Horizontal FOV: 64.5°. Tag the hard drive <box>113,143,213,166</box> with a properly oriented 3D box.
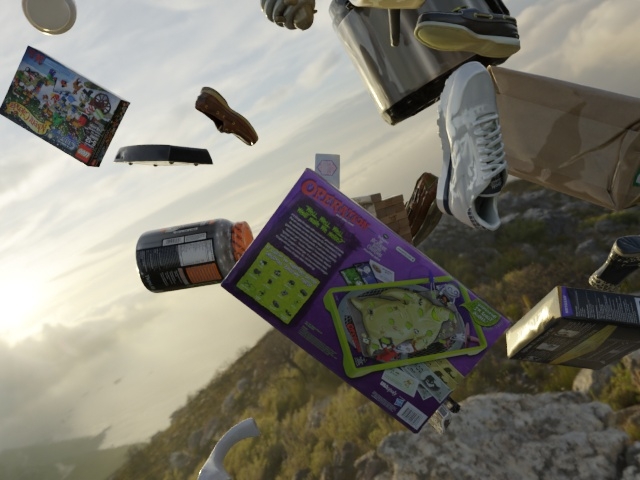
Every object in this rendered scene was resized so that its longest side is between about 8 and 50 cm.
[{"bbox_3d":[-0.442,-0.236,1.422,0.255,0.054,0.172,6,7,37],"label":"hard drive"}]

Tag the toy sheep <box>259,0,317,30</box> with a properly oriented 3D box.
[{"bbox_3d":[-0.058,-0.381,0.797,0.091,0.132,0.091,-37,-8,-6],"label":"toy sheep"}]

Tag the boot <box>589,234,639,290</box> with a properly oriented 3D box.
[{"bbox_3d":[0.939,0.066,1.519,0.236,0.085,0.178,-2,-44,-17],"label":"boot"}]

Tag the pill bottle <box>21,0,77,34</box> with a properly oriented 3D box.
[{"bbox_3d":[-0.682,-0.588,1.282,0.124,0.124,0.221,-32,35,-8],"label":"pill bottle"}]

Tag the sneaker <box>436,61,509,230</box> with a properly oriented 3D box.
[{"bbox_3d":[0.223,-0.128,0.711,0.090,0.235,0.095,-18,30,-16],"label":"sneaker"}]

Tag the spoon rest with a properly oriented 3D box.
[{"bbox_3d":[-0.211,0.513,1.111,0.084,0.137,0.276,-14,20,18],"label":"spoon rest"}]

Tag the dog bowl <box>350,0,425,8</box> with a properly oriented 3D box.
[{"bbox_3d":[0.079,-0.523,0.758,0.102,0.348,0.349,-11,6,-4],"label":"dog bowl"}]

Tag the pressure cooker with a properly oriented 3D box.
[{"bbox_3d":[0.224,-0.544,1.249,0.375,0.420,0.370,-33,5,-28],"label":"pressure cooker"}]

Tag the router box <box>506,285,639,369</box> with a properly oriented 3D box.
[{"bbox_3d":[0.625,0.221,1.224,0.243,0.081,0.309,7,-30,0],"label":"router box"}]

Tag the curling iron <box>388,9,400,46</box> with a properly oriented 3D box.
[{"bbox_3d":[0.154,-0.512,0.981,0.068,0.274,0.035,-3,41,-3],"label":"curling iron"}]

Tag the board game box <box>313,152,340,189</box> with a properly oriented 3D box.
[{"bbox_3d":[0.000,0.000,1.290,0.066,0.318,0.318,4,-27,-4],"label":"board game box"}]

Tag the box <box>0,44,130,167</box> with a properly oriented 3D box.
[{"bbox_3d":[-0.540,-0.280,1.069,0.159,0.233,0.044,-61,-4,8],"label":"box"}]

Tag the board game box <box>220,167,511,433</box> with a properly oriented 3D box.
[{"bbox_3d":[0.060,0.084,0.708,0.208,0.347,0.056,-52,1,12],"label":"board game box"}]

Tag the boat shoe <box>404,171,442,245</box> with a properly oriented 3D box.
[{"bbox_3d":[0.289,-0.081,1.474,0.111,0.104,0.307,-36,-20,-34],"label":"boat shoe"}]

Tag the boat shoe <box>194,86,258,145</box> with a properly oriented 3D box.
[{"bbox_3d":[-0.218,-0.273,1.168,0.064,0.178,0.060,8,64,47],"label":"boat shoe"}]

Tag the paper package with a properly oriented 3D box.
[{"bbox_3d":[0.470,-0.186,0.922,0.309,0.168,0.325,30,24,38],"label":"paper package"}]

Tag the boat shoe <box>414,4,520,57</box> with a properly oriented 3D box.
[{"bbox_3d":[0.280,-0.405,0.968,0.228,0.068,0.081,2,-5,-22],"label":"boat shoe"}]

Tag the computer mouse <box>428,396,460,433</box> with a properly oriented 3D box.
[{"bbox_3d":[0.290,0.403,1.229,0.042,0.106,0.193,-32,-38,-21],"label":"computer mouse"}]

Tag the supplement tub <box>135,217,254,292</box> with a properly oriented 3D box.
[{"bbox_3d":[-0.360,0.041,1.498,0.316,0.193,0.193,-9,9,5],"label":"supplement tub"}]

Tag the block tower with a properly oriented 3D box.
[{"bbox_3d":[0.145,0.062,1.073,0.097,0.335,0.091,-20,9,-36],"label":"block tower"}]
